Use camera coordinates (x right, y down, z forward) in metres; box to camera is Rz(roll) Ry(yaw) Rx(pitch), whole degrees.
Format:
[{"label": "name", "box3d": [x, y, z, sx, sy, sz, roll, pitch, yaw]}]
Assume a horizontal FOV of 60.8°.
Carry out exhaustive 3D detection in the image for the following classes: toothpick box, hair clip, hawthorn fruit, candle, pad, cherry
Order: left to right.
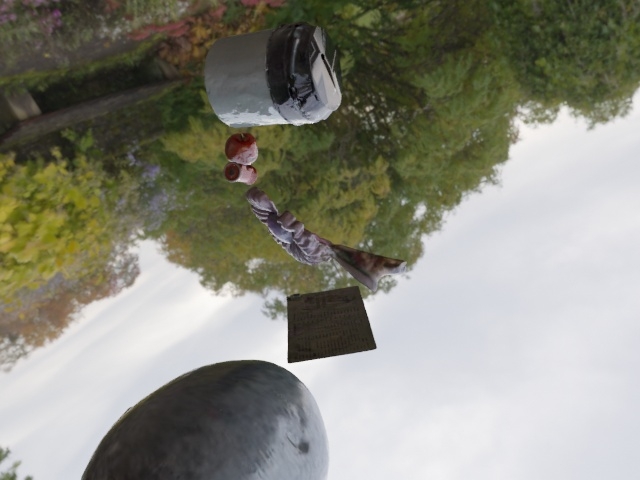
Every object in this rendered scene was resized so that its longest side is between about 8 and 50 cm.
[{"label": "cherry", "box3d": [-0.115, 0.248, 0.579, 0.254, 0.218, 0.296, -27, 172, 13]}, {"label": "toothpick box", "box3d": [-0.183, -0.155, 1.256, 0.047, 0.047, 0.083, -23, 173, 21]}, {"label": "hawthorn fruit", "box3d": [-0.201, -0.238, 1.395, 0.093, 0.093, 0.093, -27, -167, 7]}, {"label": "candle", "box3d": [-0.132, -0.367, 1.248, 0.342, 0.222, 0.221, 0, -154, 27]}, {"label": "hair clip", "box3d": [-0.002, 0.007, 0.938, 0.069, 0.300, 0.173, -60, 164, -19]}, {"label": "pad", "box3d": [0.012, 0.152, 1.054, 0.159, 0.009, 0.265, -9, -159, -1]}]
